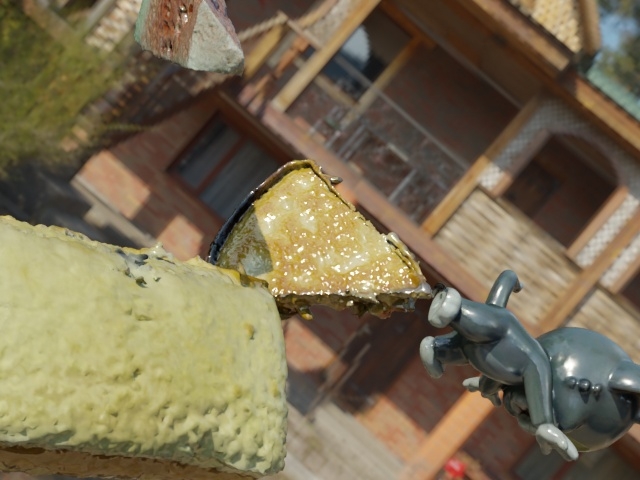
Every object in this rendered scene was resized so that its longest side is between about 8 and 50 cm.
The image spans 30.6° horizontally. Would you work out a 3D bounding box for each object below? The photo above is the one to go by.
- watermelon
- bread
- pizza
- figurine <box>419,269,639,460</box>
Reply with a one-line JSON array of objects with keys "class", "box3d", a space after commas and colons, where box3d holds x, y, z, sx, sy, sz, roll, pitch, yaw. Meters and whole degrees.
[{"class": "watermelon", "box3d": [-0.140, -0.254, 1.329, 0.094, 0.154, 0.241, 1, 30, -20]}, {"class": "bread", "box3d": [-0.203, 0.108, 1.129, 0.375, 0.165, 0.237, 16, 60, -39]}, {"class": "pizza", "box3d": [0.000, 0.000, 1.459, 0.287, 0.251, 0.074, 2, -38, 7]}, {"class": "figurine", "box3d": [0.200, 0.117, 1.139, 0.265, 0.140, 0.193, 46, -18, -15]}]
